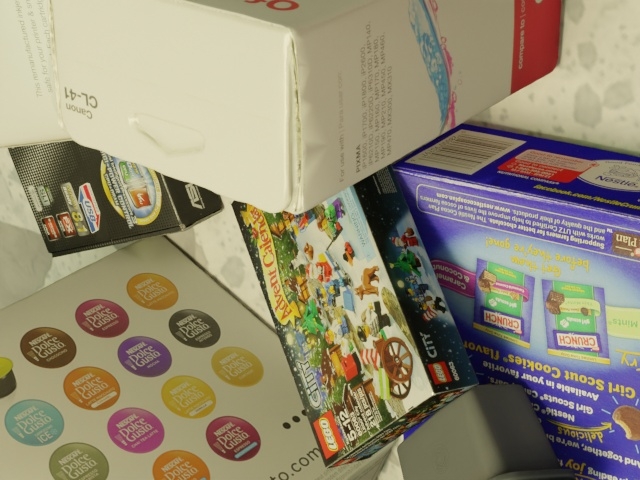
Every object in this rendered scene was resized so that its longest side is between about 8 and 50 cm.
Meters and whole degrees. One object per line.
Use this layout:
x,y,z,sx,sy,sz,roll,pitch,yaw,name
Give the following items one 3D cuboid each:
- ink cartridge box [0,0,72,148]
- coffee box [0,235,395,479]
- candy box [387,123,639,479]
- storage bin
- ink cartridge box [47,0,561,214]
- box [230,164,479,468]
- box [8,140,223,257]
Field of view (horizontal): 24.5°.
-0.179,-0.200,1.244,0.283,0.117,0.207,-5,106,25,ink cartridge box
-0.200,0.262,1.401,0.334,0.338,0.338,40,133,21,coffee box
0.194,0.094,1.119,0.268,0.122,0.317,15,120,35,candy box
0.120,0.167,1.080,0.135,0.098,0.091,-49,49,46,storage bin
-0.003,-0.151,1.035,0.226,0.306,0.131,19,122,34,ink cartridge box
0.019,0.036,1.111,0.159,0.044,0.233,-44,61,49,box
-0.228,-0.128,1.425,0.216,0.060,0.270,-9,105,44,box
